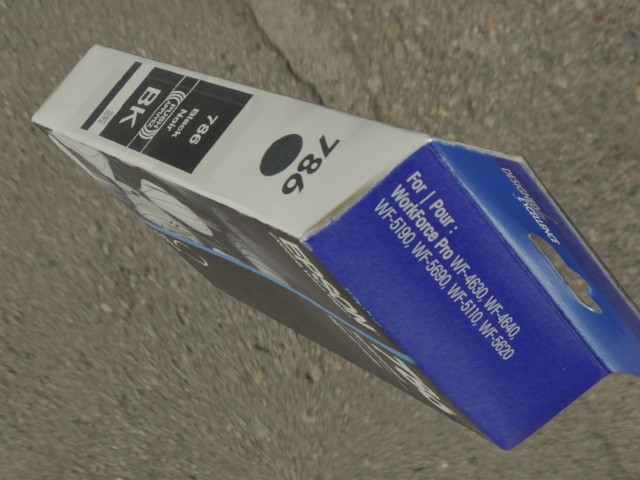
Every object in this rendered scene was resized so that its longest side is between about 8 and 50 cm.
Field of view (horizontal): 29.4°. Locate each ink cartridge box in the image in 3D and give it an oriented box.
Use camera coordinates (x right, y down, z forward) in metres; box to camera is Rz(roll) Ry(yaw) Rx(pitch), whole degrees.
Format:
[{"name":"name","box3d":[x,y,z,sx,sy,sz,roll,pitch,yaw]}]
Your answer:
[{"name":"ink cartridge box","box3d":[0.000,0.000,0.568,0.065,0.332,0.165,-53,126,-12]}]
